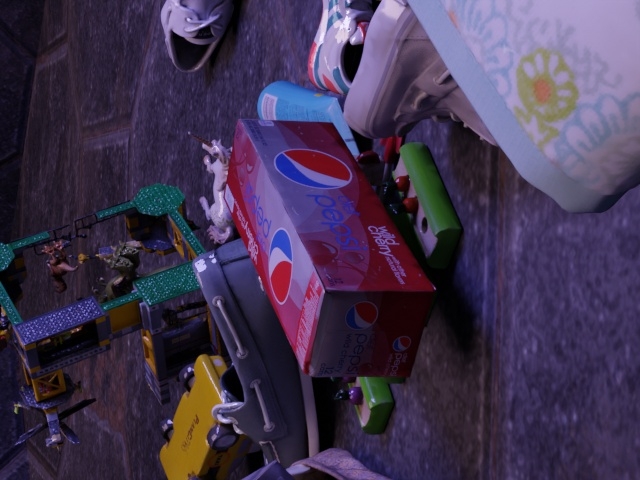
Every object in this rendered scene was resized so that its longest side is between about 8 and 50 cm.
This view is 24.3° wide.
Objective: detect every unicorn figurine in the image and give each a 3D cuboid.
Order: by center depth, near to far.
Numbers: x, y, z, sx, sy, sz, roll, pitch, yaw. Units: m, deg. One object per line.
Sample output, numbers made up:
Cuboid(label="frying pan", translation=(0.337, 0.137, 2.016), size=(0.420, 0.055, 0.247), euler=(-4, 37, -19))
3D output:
Cuboid(label="unicorn figurine", translation=(-0.116, -0.069, 1.757), size=(0.111, 0.060, 0.162), euler=(-135, 29, -69))

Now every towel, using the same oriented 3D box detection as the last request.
Cuboid(label="towel", translation=(0.123, -0.240, 0.783), size=(0.374, 0.090, 0.320), euler=(58, 148, 16))

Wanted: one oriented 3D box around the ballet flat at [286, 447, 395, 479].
Cuboid(label="ballet flat", translation=(0.001, 0.235, 1.292), size=(0.316, 0.106, 0.108), euler=(157, 114, -70))

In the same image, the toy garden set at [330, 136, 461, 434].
Cuboid(label="toy garden set", translation=(0.037, 0.013, 1.289), size=(0.204, 0.049, 0.244), euler=(-108, 27, -45))

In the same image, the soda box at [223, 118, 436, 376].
Cuboid(label="soda box", translation=(0.000, 0.000, 1.191), size=(0.263, 0.092, 0.083), euler=(-117, 34, -52))

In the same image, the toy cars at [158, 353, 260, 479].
Cuboid(label="toy cars", translation=(-0.108, 0.313, 1.660), size=(0.176, 0.087, 0.394), euler=(9, 102, 60))

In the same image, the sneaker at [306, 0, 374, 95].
Cuboid(label="sneaker", translation=(0.033, -0.206, 1.331), size=(0.075, 0.057, 0.161), euler=(29, 117, 52))

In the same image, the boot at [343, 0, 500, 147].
Cuboid(label="boot", translation=(0.093, -0.100, 1.043), size=(0.095, 0.123, 0.258), euler=(-51, -7, -9))

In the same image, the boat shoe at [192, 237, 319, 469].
Cuboid(label="boat shoe", translation=(-0.062, 0.130, 1.431), size=(0.116, 0.099, 0.319), euler=(-116, 18, -53))

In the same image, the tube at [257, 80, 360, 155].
Cuboid(label="tube", translation=(-0.007, -0.115, 1.432), size=(0.080, 0.052, 0.207), euler=(63, 169, -22))

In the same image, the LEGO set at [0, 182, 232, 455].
Cuboid(label="LEGO set", translation=(-0.254, 0.098, 1.763), size=(0.255, 0.331, 0.192), euler=(41, 146, 39))

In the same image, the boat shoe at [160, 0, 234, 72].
Cuboid(label="boat shoe", translation=(-0.142, -0.281, 1.810), size=(0.258, 0.095, 0.084), euler=(116, 147, -73))

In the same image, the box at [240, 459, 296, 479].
Cuboid(label="box", translation=(0.003, 0.282, 1.150), size=(0.231, 0.056, 0.183), euler=(46, 156, -1))
